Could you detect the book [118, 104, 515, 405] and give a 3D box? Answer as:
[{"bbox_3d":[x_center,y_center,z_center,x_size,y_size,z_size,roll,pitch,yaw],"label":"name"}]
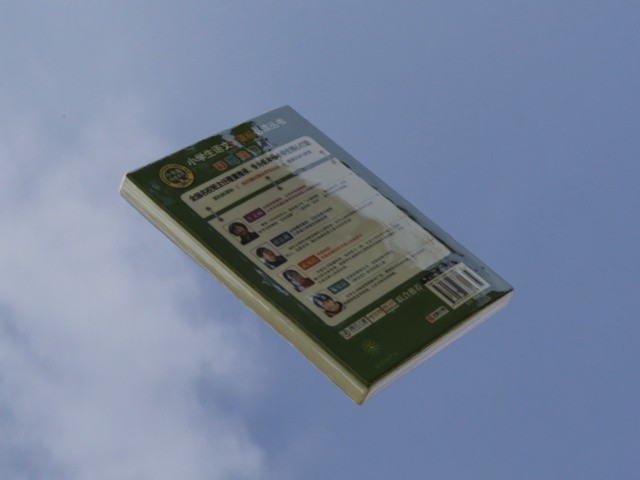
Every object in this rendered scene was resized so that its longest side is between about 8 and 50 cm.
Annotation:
[{"bbox_3d":[0.000,0.000,1.166,0.264,0.027,0.202,40,-137,20],"label":"book"}]
